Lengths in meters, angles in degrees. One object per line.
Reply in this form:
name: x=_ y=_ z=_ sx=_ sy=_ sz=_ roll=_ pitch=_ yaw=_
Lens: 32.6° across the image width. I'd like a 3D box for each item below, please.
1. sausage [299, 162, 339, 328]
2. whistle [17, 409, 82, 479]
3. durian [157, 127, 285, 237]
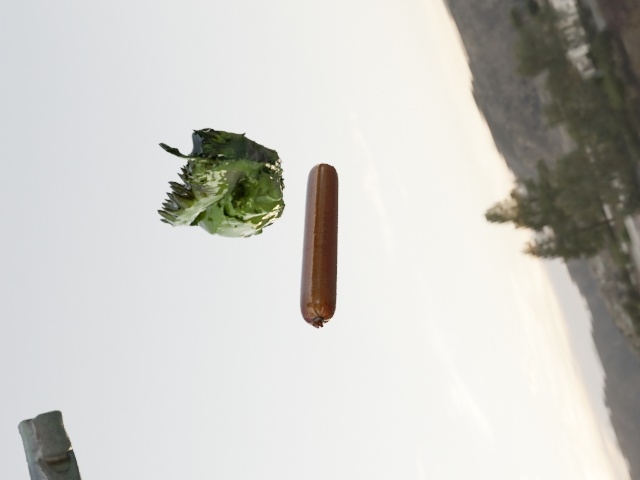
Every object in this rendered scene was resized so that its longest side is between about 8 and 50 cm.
sausage: x=0.000 y=0.000 z=1.601 sx=0.053 sy=0.053 sz=0.347 roll=56 pitch=-156 yaw=-37
whistle: x=-0.309 y=0.388 z=1.378 sx=0.346 sy=0.142 sz=0.134 roll=70 pitch=158 yaw=12
durian: x=-0.099 y=-0.057 z=1.150 sx=0.375 sy=0.132 sz=0.106 roll=-7 pitch=-73 yaw=-85
